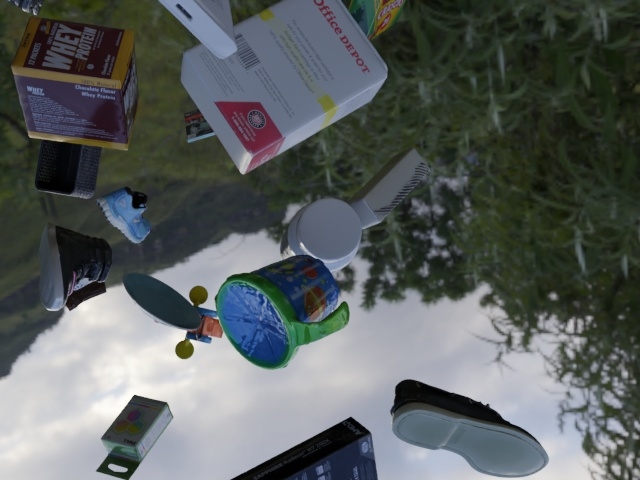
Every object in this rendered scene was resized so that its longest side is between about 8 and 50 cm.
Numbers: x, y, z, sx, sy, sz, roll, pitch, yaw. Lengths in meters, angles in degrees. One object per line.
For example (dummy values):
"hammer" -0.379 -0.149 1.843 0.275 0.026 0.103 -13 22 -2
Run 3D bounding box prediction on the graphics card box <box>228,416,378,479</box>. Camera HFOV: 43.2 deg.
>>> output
"graphics card box" -0.039 0.589 1.856 0.371 0.232 0.094 -22 -154 -25

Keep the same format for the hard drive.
"hard drive" -0.248 -0.507 1.420 0.047 0.233 0.353 -29 -131 20

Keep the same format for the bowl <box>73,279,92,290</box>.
"bowl" -0.715 0.079 2.371 0.080 0.170 0.170 -6 -167 36

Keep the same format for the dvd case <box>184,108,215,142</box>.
"dvd case" -0.344 -0.335 2.314 0.087 0.013 0.119 -16 -132 3

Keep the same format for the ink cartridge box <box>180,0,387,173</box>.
"ink cartridge box" -0.083 -0.373 1.851 0.385 0.279 0.160 -32 175 -17

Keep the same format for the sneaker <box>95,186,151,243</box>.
"sneaker" -0.325 -0.047 1.408 0.073 0.063 0.162 -35 163 -3

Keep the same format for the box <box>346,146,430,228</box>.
"box" 0.201 -0.158 2.418 0.275 0.094 0.113 -45 -167 -30

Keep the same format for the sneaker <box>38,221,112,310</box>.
"sneaker" -0.500 0.057 1.674 0.147 0.104 0.295 13 -158 -25

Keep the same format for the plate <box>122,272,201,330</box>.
"plate" -0.331 0.132 1.671 0.188 0.024 0.188 34 -169 -7

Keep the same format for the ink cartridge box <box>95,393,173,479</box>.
"ink cartridge box" -0.473 0.490 2.024 0.109 0.062 0.209 7 -140 26

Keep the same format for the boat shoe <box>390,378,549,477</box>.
"boat shoe" 0.275 0.344 1.506 0.340 0.127 0.113 19 -148 -18

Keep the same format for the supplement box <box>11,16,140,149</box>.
"supplement box" -0.447 -0.289 1.504 0.191 0.194 0.129 7 -123 -4

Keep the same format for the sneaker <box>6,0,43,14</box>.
"sneaker" -0.885 -0.742 2.414 0.106 0.101 0.267 24 -173 -14

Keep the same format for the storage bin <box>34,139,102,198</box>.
"storage bin" -0.624 -0.202 2.008 0.122 0.180 0.084 9 -179 18

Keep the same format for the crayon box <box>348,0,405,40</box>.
"crayon box" 0.176 -0.683 2.101 0.081 0.318 0.202 35 -133 12

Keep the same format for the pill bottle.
"pill bottle" 0.000 0.000 2.294 0.204 0.204 0.361 -11 171 -10

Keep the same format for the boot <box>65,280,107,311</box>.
"boot" -0.616 0.123 2.088 0.114 0.037 0.106 -32 -125 -16

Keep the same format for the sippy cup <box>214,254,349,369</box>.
"sippy cup" -0.083 0.145 1.870 0.305 0.240 0.224 42 -136 16

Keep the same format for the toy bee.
"toy bee" -0.363 0.210 2.213 0.162 0.298 0.195 13 -119 8
